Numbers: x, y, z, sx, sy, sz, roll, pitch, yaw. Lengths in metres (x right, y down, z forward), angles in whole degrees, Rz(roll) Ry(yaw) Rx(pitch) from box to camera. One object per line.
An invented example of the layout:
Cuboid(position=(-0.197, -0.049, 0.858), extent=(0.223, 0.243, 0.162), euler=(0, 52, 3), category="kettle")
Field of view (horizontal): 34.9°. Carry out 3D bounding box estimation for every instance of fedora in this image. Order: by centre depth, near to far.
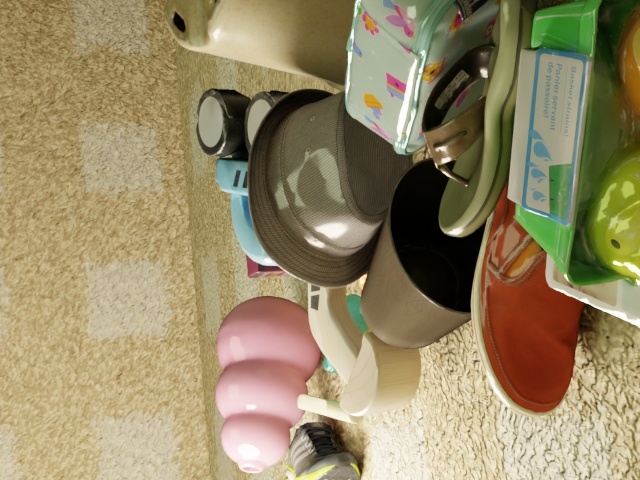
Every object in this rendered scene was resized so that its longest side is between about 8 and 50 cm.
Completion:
Cuboid(position=(0.033, -0.086, 1.322), extent=(0.124, 0.243, 0.276), euler=(-24, 44, 47), category="fedora")

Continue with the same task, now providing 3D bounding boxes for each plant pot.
Cuboid(position=(-0.034, -0.352, 1.358), extent=(0.333, 0.305, 0.334), euler=(5, 96, 58), category="plant pot")

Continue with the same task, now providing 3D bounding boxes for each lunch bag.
Cuboid(position=(0.137, -0.232, 1.059), extent=(0.108, 0.224, 0.279), euler=(43, 159, 17), category="lunch bag")

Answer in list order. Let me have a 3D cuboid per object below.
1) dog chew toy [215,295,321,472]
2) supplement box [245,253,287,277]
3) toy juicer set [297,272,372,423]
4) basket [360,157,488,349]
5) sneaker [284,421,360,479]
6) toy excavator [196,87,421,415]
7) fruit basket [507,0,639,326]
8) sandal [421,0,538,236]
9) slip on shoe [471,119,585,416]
Cuboid(position=(-0.110, 0.277, 1.943), extent=(0.207, 0.206, 0.332), euler=(117, 164, -59), category="dog chew toy")
Cuboid(position=(-0.031, 0.005, 1.743), extent=(0.081, 0.188, 0.104), euler=(154, 112, -71), category="supplement box")
Cuboid(position=(0.065, 0.171, 1.655), extent=(0.209, 0.089, 0.329), euler=(36, 119, 54), category="toy juicer set")
Cuboid(position=(0.135, 0.041, 1.281), extent=(0.227, 0.154, 0.204), euler=(111, 151, -61), category="basket")
Cuboid(position=(-0.007, 0.398, 1.891), extent=(0.300, 0.111, 0.121), euler=(148, 121, -69), category="sneaker")
Cuboid(position=(0.000, 0.000, 1.537), extent=(0.433, 0.222, 0.445), euler=(14, 105, 54), category="toy excavator")
Cuboid(position=(0.283, -0.063, 0.743), extent=(0.353, 0.165, 0.327), euler=(-139, 48, -63), category="fruit basket")
Cuboid(position=(0.143, -0.133, 0.974), extent=(0.303, 0.086, 0.120), euler=(95, -179, -45), category="sandal")
Cuboid(position=(0.228, 0.022, 1.026), extent=(0.101, 0.123, 0.332), euler=(-154, 67, -67), category="slip on shoe")
